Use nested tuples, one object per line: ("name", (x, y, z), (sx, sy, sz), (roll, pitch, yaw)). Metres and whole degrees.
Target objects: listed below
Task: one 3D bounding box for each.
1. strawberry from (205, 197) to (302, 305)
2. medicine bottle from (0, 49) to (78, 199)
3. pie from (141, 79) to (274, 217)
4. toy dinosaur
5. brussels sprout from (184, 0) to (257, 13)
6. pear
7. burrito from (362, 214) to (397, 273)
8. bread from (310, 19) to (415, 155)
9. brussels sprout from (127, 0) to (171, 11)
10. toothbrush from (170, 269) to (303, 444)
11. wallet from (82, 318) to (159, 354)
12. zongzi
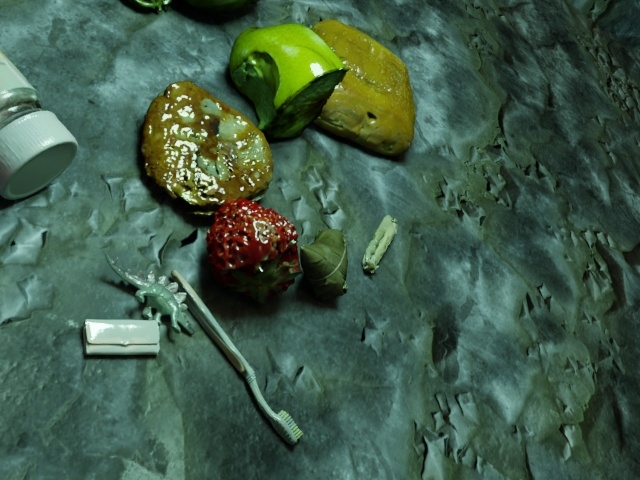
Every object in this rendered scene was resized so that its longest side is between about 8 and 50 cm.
("strawberry", (-0.127, 0.005, 1.347), (0.187, 0.184, 0.201), (5, 47, -39))
("medicine bottle", (-0.547, -0.214, 1.200), (0.273, 0.165, 0.165), (47, 43, 2))
("pie", (-0.225, -0.174, 1.466), (0.308, 0.085, 0.308), (18, 54, -27))
("toy dinosaur", (-0.292, 0.089, 1.250), (0.209, 0.039, 0.082), (43, 39, -17))
("brussels sprout", (-0.220, -0.688, 1.716), (0.355, 0.289, 0.281), (-24, 88, -57))
("pear", (-0.093, -0.388, 1.615), (0.164, 0.238, 0.255), (-20, 74, -37))
("burrito", (0.132, 0.005, 1.633), (0.185, 0.041, 0.045), (-55, 139, -47))
("bread", (0.110, -0.393, 1.834), (0.328, 0.148, 0.337), (22, 48, -22))
("brussels sprout", (-0.413, -0.593, 1.637), (0.181, 0.100, 0.139), (18, 40, -24))
("toothbrush", (-0.154, 0.202, 1.279), (0.375, 0.028, 0.037), (52, 38, 7))
("wallet", (-0.325, 0.158, 1.188), (0.122, 0.025, 0.061), (6, 62, -34))
("zongzi", (0.000, 0.000, 1.459), (0.178, 0.081, 0.189), (60, 26, -45))
